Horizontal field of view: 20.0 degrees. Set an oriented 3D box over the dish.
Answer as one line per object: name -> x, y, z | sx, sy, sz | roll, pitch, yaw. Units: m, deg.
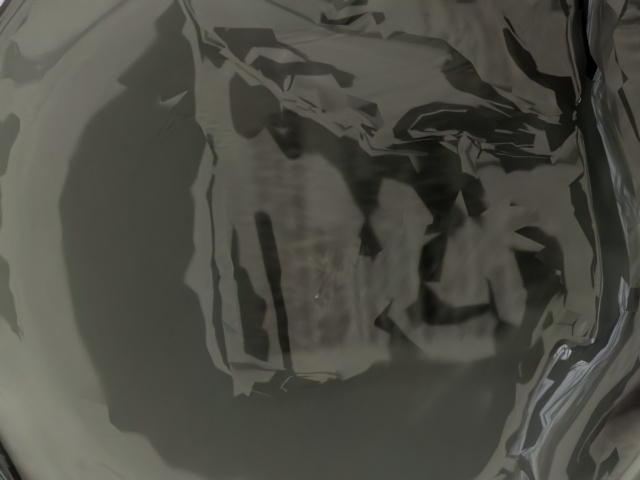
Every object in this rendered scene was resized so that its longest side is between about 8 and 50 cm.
dish -> 0.000, 0.000, 0.430 | 0.316, 0.106, 0.316 | 0, -94, 3
